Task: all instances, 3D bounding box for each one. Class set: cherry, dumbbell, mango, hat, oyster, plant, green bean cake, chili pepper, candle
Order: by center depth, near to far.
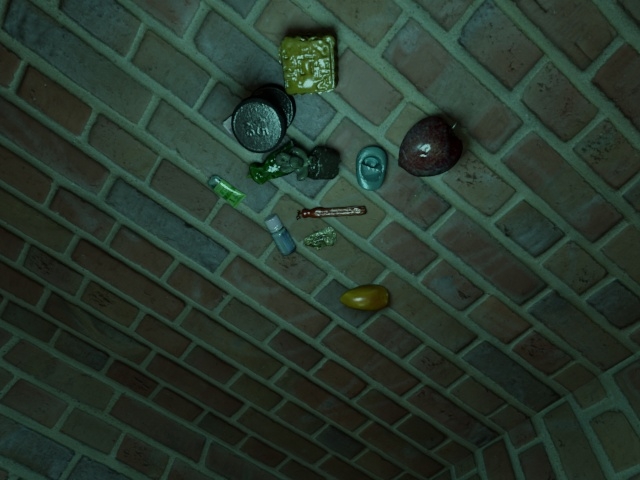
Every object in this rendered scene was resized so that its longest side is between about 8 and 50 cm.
[{"bbox_3d":[-0.043,-0.686,1.711,0.223,0.131,0.230,-1,118,7],"label":"green bean cake"},{"bbox_3d":[-0.214,-0.487,1.728,0.203,0.322,0.204,3,119,5],"label":"dumbbell"},{"bbox_3d":[0.443,-0.373,1.796,0.300,0.203,0.230,-30,114,35],"label":"cherry"},{"bbox_3d":[-0.055,-0.322,1.846,0.274,0.146,0.149,-4,94,-35],"label":"plant"},{"bbox_3d":[0.218,-0.316,1.922,0.138,0.078,0.191,5,100,-6],"label":"hat"},{"bbox_3d":[-0.209,-0.330,1.946,0.270,0.099,0.136,-24,139,11],"label":"chili pepper"},{"bbox_3d":[0.049,-0.134,2.052,0.328,0.048,0.051,-3,132,7],"label":"candle"},{"bbox_3d":[0.001,0.001,2.129,0.165,0.053,0.108,-18,126,7],"label":"oyster"},{"bbox_3d":[0.221,0.290,2.213,0.251,0.154,0.126,-1,112,-9],"label":"mango"}]

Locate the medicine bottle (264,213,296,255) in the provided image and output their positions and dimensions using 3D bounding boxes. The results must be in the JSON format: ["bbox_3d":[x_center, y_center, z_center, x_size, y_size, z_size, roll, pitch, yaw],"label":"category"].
[{"bbox_3d":[-0.194,-0.028,2.113,0.083,0.083,0.203,-20,116,16],"label":"medicine bottle"}]

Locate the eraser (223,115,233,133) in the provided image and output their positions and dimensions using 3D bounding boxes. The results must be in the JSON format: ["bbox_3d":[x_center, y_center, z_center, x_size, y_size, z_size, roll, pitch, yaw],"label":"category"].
[{"bbox_3d":[-0.365,-0.513,1.899,0.105,0.026,0.065,-32,114,20],"label":"eraser"}]

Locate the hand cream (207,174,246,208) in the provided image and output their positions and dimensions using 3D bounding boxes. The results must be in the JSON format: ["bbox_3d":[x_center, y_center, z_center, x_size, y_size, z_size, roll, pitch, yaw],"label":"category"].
[{"bbox_3d":[-0.441,-0.232,2.049,0.175,0.046,0.095,40,113,-17],"label":"hand cream"}]
